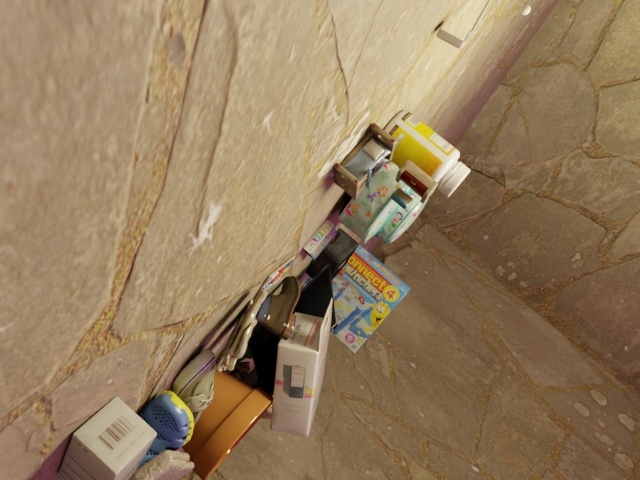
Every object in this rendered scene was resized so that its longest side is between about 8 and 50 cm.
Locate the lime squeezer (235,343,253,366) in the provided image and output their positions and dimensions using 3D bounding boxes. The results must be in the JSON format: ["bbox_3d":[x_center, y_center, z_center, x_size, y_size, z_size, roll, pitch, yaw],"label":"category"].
[{"bbox_3d":[-0.204,0.334,2.026,0.310,0.058,0.110,-53,171,14],"label":"lime squeezer"}]

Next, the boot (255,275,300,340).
[{"bbox_3d":[-0.120,0.163,1.658,0.082,0.106,0.219,-50,-157,34],"label":"boot"}]

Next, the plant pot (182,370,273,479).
[{"bbox_3d":[-0.302,0.498,1.718,0.291,0.203,0.291,-49,172,-9],"label":"plant pot"}]

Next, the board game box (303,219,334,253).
[{"bbox_3d":[0.000,0.000,1.699,0.103,0.026,0.154,-49,172,-5],"label":"board game box"}]

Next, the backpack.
[{"bbox_3d":[0.170,-0.102,1.640,0.225,0.191,0.253,-53,166,27],"label":"backpack"}]

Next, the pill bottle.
[{"bbox_3d":[0.245,-0.201,1.432,0.117,0.215,0.117,-48,172,-9],"label":"pill bottle"}]

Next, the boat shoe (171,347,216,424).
[{"bbox_3d":[-0.309,0.373,1.494,0.109,0.094,0.302,-41,168,-47],"label":"boat shoe"}]

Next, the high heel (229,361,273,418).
[{"bbox_3d":[-0.214,0.515,2.115,0.186,0.261,0.093,-48,151,-51],"label":"high heel"}]

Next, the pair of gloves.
[{"bbox_3d":[-0.188,0.226,1.462,0.204,0.042,0.240,-64,-174,-21],"label":"pair of gloves"}]

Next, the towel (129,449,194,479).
[{"bbox_3d":[-0.375,0.521,1.300,0.187,0.049,0.282,-34,164,-16],"label":"towel"}]

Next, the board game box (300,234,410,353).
[{"bbox_3d":[0.111,0.191,2.179,0.302,0.308,0.086,-53,170,19],"label":"board game box"}]

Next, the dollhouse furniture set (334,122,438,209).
[{"bbox_3d":[0.139,-0.131,1.292,0.129,0.183,0.129,-49,172,-6],"label":"dollhouse furniture set"}]

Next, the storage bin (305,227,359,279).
[{"bbox_3d":[0.038,0.059,1.973,0.122,0.084,0.180,-43,171,-36],"label":"storage bin"}]

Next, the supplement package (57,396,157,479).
[{"bbox_3d":[-0.388,0.388,1.095,0.105,0.105,0.179,-44,171,-49],"label":"supplement package"}]

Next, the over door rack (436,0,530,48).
[{"bbox_3d":[0.373,-0.508,1.110,0.324,0.108,0.240,-46,170,-25],"label":"over door rack"}]

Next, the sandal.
[{"bbox_3d":[-0.398,0.470,1.381,0.317,0.126,0.138,-56,166,29],"label":"sandal"}]

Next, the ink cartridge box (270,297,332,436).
[{"bbox_3d":[-0.053,0.349,1.735,0.207,0.119,0.354,-61,159,-68],"label":"ink cartridge box"}]

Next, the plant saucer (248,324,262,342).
[{"bbox_3d":[-0.184,0.260,1.829,0.119,0.021,0.119,-34,154,-19],"label":"plant saucer"}]

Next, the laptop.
[{"bbox_3d":[-0.145,0.305,1.954,0.382,0.236,0.407,-41,-165,-37],"label":"laptop"}]

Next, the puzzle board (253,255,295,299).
[{"bbox_3d":[-0.118,0.098,1.567,0.096,0.011,0.128,-56,170,35],"label":"puzzle board"}]
